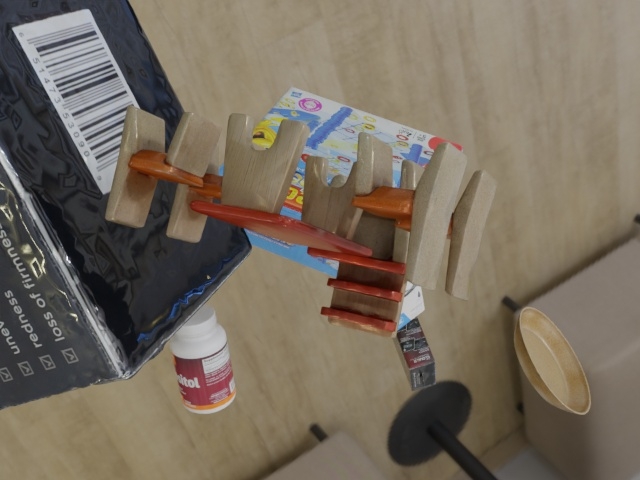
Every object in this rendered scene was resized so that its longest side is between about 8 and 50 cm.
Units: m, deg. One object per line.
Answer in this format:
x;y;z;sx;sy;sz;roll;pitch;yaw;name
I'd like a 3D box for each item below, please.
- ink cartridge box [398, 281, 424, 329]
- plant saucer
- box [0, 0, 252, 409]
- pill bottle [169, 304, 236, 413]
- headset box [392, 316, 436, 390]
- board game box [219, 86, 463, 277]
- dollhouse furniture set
0.073;0.043;0.811;0.048;0.028;0.083;-33;124;-32;ink cartridge box
0.161;0.087;0.579;0.015;0.083;0.083;-36;137;29;plant saucer
-0.411;-0.075;0.858;0.471;0.297;0.480;-18;106;26;box
-0.179;0.177;1.227;0.086;0.086;0.152;-18;117;-23;pill bottle
0.106;0.127;0.933;0.032;0.083;0.062;-17;146;-2;headset box
0.029;-0.085;1.232;0.302;0.308;0.086;-58;165;-47;board game box
0.000;0.000;0.649;0.259;0.262;0.135;19;83;-62;dollhouse furniture set
